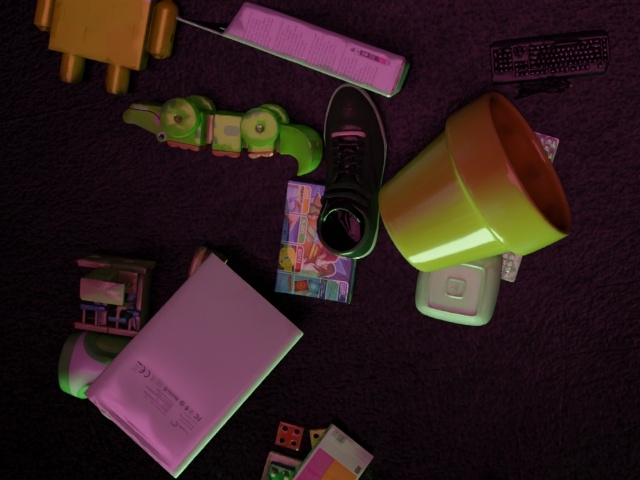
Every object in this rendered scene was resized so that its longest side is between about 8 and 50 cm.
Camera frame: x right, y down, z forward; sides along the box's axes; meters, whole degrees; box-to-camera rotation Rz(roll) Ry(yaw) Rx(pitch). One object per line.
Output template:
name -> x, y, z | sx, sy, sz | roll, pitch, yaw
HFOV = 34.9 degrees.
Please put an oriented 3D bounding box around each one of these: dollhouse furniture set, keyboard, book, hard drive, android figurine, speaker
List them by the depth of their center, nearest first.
keyboard -> 0.376, -0.286, 1.664 | 0.192, 0.038, 0.100 | -5, 101, 10
hard drive -> -0.213, 0.208, 1.725 | 0.210, 0.040, 0.319 | 41, 80, 6
keyboard -> 0.331, -0.059, 1.727 | 0.072, 0.014, 0.256 | 16, 102, 4
android figurine -> -0.365, -0.392, 1.734 | 0.248, 0.056, 0.273 | 13, 103, 5
dollhouse furniture set -> -0.378, 0.107, 1.768 | 0.129, 0.184, 0.129 | 7, 102, 6
speaker -> -0.306, 0.236, 1.813 | 0.296, 0.131, 0.131 | 8, 102, 6
book -> 0.014, 0.415, 1.823 | 0.096, 0.035, 0.144 | 40, 79, -6

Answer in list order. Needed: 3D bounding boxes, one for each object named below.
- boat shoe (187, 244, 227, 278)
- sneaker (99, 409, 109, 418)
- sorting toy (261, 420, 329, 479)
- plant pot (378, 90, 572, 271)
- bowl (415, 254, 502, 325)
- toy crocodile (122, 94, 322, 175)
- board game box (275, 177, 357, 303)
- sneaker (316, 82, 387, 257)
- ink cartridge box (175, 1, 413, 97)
boat shoe -> -0.212, 0.099, 1.806 | 0.060, 0.064, 0.178 | 18, 99, 3
sneaker -> -0.335, 0.308, 1.872 | 0.134, 0.051, 0.070 | 25, 102, -1
sorting toy -> -0.048, 0.462, 1.865 | 0.132, 0.046, 0.274 | 18, 102, 4
plant pot -> 0.233, -0.071, 1.621 | 0.239, 0.254, 0.254 | -29, 96, 25
bowl -> 0.233, 0.076, 1.742 | 0.142, 0.053, 0.142 | 12, 104, 11
toy crocodile -> -0.163, -0.184, 1.717 | 0.340, 0.115, 0.105 | 8, 103, 6
board game box -> 0.000, 0.000, 1.772 | 0.136, 0.035, 0.201 | 9, 102, 6
sneaker -> 0.050, -0.108, 1.652 | 0.104, 0.147, 0.296 | 0, 98, 9
ink cartridge box -> -0.022, -0.309, 1.566 | 0.330, 0.324, 0.071 | 22, 102, 2
